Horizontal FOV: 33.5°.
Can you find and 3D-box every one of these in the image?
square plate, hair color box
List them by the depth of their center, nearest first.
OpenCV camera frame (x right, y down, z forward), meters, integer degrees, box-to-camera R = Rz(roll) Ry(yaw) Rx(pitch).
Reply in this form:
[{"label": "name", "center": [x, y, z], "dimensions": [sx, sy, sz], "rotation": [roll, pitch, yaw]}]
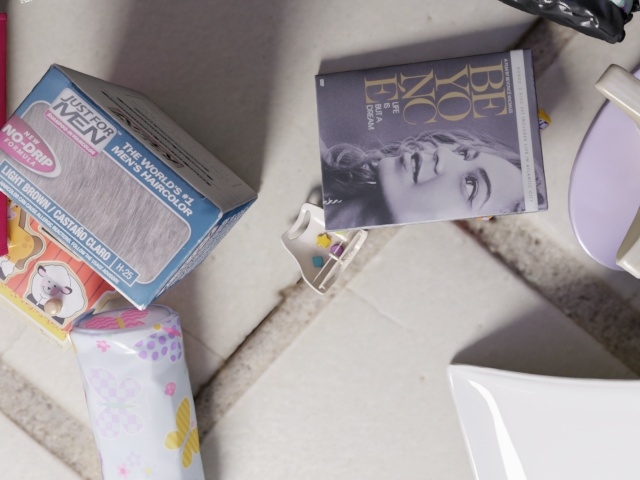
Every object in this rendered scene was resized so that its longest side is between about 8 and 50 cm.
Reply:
[{"label": "hair color box", "center": [-0.164, -0.052, 0.960], "dimensions": [0.174, 0.347, 0.105], "rotation": [41, 94, -2]}, {"label": "square plate", "center": [0.289, 0.281, 1.030], "dimensions": [0.049, 0.347, 0.343], "rotation": [-21, 99, -33]}]

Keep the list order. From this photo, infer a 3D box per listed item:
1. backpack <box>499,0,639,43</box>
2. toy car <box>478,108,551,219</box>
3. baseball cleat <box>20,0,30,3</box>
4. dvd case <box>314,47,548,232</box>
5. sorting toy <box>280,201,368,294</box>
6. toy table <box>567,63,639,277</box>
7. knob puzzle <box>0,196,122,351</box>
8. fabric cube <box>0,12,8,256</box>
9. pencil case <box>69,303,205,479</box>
[{"label": "backpack", "center": [0.255, -0.292, 0.993], "dimensions": [0.152, 0.115, 0.182], "rotation": [23, 100, 4]}, {"label": "toy car", "center": [0.199, -0.072, 1.072], "dimensions": [0.041, 0.060, 0.122], "rotation": [27, 112, -32]}, {"label": "baseball cleat", "center": [-0.363, -0.294, 1.073], "dimensions": [0.206, 0.072, 0.109], "rotation": [-4, 120, 7]}, {"label": "dvd case", "center": [0.108, -0.099, 1.063], "dimensions": [0.221, 0.018, 0.164], "rotation": [-5, 82, 10]}, {"label": "sorting toy", "center": [0.000, 0.000, 1.115], "dimensions": [0.075, 0.045, 0.083], "rotation": [37, 103, 6]}, {"label": "toy table", "center": [0.355, -0.079, 0.999], "dimensions": [0.252, 0.161, 0.274], "rotation": [25, 101, 1]}, {"label": "knob puzzle", "center": [-0.292, 0.000, 1.151], "dimensions": [0.213, 0.030, 0.213], "rotation": [1, 100, 6]}, {"label": "fabric cube", "center": [-0.473, -0.100, 1.025], "dimensions": [0.259, 0.254, 0.258], "rotation": [5, 100, 13]}, {"label": "pencil case", "center": [-0.192, 0.203, 1.137], "dimensions": [0.124, 0.113, 0.273], "rotation": [0, 102, 26]}]
